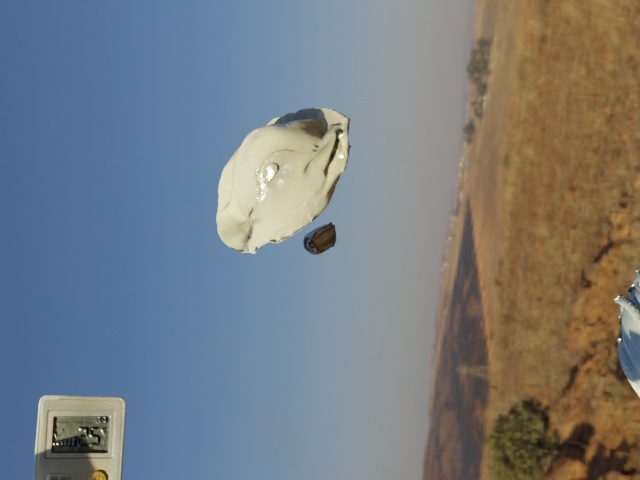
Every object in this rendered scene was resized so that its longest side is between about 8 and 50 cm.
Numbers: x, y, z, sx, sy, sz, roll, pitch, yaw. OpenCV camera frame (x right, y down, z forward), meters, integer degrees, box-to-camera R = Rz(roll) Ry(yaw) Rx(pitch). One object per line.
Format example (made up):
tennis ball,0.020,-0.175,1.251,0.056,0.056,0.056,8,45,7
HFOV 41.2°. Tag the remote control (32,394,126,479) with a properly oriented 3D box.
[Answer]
remote control,-0.312,0.356,1.084,0.055,0.109,0.313,142,130,-74

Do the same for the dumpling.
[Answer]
dumpling,-0.065,-0.101,1.190,0.142,0.247,0.172,38,-170,-45

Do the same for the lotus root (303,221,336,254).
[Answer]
lotus root,-0.002,0.000,1.360,0.083,0.030,0.037,-35,-72,-56

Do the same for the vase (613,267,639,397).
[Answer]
vase,0.567,0.208,1.129,0.445,0.249,0.250,-96,4,-61
